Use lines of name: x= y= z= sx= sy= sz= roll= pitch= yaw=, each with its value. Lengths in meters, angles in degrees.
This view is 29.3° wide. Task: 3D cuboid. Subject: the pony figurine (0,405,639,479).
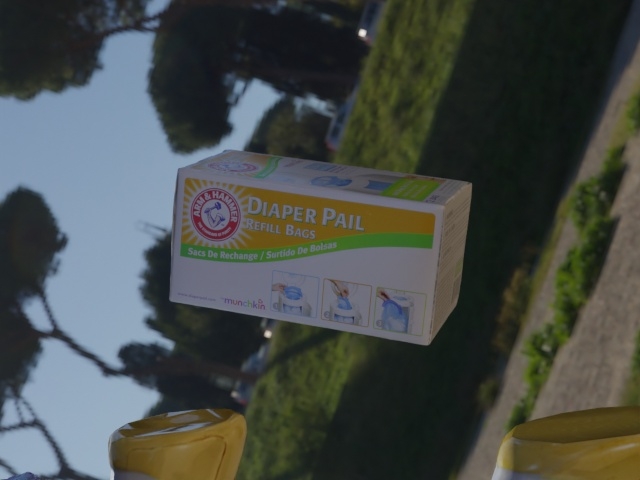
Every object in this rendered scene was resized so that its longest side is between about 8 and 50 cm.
pony figurine: x=-0.036 y=0.241 z=0.358 sx=0.303 sy=0.350 sz=0.364 roll=-132 pitch=35 yaw=-85

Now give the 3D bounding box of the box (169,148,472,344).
box: x=0.000 y=0.000 z=0.921 sx=0.114 sy=0.203 sz=0.103 roll=-35 pitch=-48 yaw=-69
